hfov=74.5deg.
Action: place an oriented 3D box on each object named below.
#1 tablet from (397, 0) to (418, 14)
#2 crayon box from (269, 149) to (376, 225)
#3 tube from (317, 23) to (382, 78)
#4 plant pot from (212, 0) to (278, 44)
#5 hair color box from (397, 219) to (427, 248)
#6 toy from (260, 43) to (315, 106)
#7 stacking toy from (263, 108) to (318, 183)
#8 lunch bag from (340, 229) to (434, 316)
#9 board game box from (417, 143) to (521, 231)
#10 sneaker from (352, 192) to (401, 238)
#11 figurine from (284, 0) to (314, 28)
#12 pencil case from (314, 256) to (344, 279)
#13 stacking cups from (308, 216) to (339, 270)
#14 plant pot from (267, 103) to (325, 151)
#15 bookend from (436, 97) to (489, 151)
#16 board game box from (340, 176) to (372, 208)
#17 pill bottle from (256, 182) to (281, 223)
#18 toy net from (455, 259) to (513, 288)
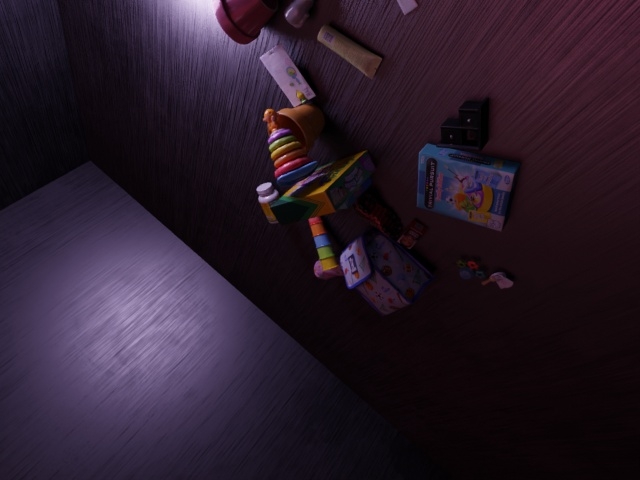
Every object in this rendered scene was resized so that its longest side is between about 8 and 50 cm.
[{"bbox_3d":[0.260,-0.746,1.294,0.054,0.006,0.083,-13,118,50],"label":"tablet"},{"bbox_3d":[0.014,-0.221,1.757,0.313,0.363,0.106,-12,116,43],"label":"crayon box"},{"bbox_3d":[0.102,-0.673,1.493,0.240,0.062,0.070,35,-171,3],"label":"tube"},{"bbox_3d":[-0.263,-0.860,1.552,0.180,0.201,0.201,-16,116,34],"label":"plant pot"},{"bbox_3d":[0.407,-0.025,1.876,0.072,0.043,0.141,31,145,2],"label":"hair color box"},{"bbox_3d":[-0.123,-0.674,1.713,0.137,0.056,0.237,-10,125,45],"label":"toy"},{"bbox_3d":[-0.146,-0.375,1.655,0.301,0.175,0.166,64,175,-2],"label":"stacking toy"},{"bbox_3d":[0.280,0.151,2.023,0.385,0.239,0.328,46,153,2],"label":"lunch bag"},{"bbox_3d":[0.528,-0.196,1.548,0.336,0.079,0.253,20,139,29],"label":"board game box"},{"bbox_3d":[0.250,-0.111,1.908,0.276,0.097,0.135,39,169,-18],"label":"sneaker"},{"bbox_3d":[-0.079,-0.879,1.429,0.215,0.092,0.209,49,141,-10],"label":"figurine"},{"bbox_3d":[0.088,0.151,2.325,0.284,0.124,0.124,-12,118,50],"label":"pencil case"},{"bbox_3d":[0.000,0.000,2.198,0.096,0.096,0.315,-22,88,53],"label":"stacking cups"},{"bbox_3d":[-0.083,-0.476,1.767,0.205,0.188,0.205,27,142,23],"label":"plant pot"},{"bbox_3d":[0.471,-0.390,1.404,0.156,0.072,0.157,16,137,34],"label":"bookend"},{"bbox_3d":[0.108,-0.209,1.841,0.160,0.210,0.047,-2,125,47],"label":"board game box"},{"bbox_3d":[-0.269,-0.206,2.305,0.118,0.117,0.208,9,132,40],"label":"pill bottle"},{"bbox_3d":[0.693,0.135,1.771,0.232,0.045,0.122,11,132,36],"label":"toy net"}]
